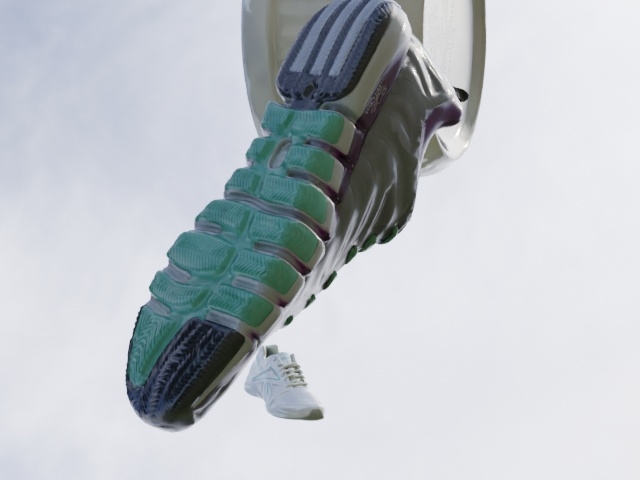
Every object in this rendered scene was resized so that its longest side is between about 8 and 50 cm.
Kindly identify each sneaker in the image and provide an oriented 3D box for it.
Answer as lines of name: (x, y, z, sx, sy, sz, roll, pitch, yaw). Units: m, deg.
sneaker: (-0.042, 0.160, 1.167, 0.054, 0.152, 0.061, 7, -81, -32)
sneaker: (0.000, 0.000, 0.490, 0.098, 0.083, 0.223, 35, -97, -38)

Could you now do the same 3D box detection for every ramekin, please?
ramekin: (0.040, -0.135, 0.692, 0.207, 0.109, 0.207, 4, -90, -68)
